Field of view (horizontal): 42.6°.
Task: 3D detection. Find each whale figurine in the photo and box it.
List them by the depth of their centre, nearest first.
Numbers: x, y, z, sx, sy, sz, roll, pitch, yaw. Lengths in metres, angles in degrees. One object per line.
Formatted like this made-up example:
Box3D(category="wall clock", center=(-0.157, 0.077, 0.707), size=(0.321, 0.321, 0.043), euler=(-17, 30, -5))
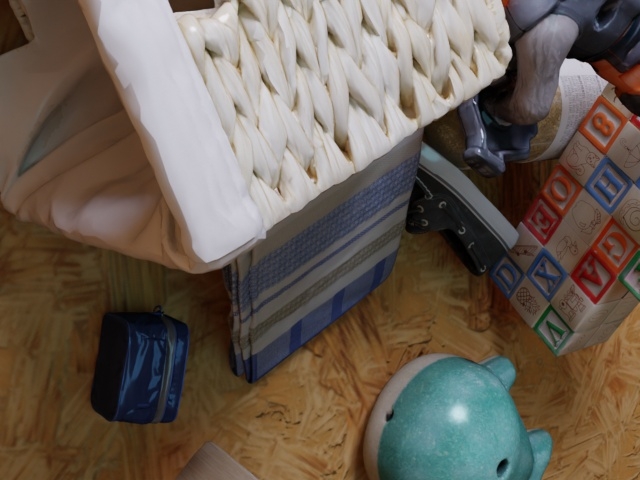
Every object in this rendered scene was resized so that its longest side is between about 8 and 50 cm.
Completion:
Box3D(category="whale figurine", center=(0.176, 0.232, 0.888), size=(0.272, 0.141, 0.216), euler=(30, 81, -35))

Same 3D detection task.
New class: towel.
Box3D(category="towel", center=(0.000, 0.000, 0.704), size=(0.209, 0.034, 0.285), euler=(-35, 153, -24))

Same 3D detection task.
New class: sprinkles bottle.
Box3D(category="sprinkles bottle", center=(0.281, -0.149, 0.901), size=(0.356, 0.121, 0.121), euler=(-9, 104, -32))

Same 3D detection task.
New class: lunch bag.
Box3D(category="lunch bag", center=(-0.148, 0.103, 0.692), size=(0.065, 0.067, 0.098), euler=(9, 92, -35))

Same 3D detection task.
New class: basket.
Box3D(category="basket", center=(-0.105, -0.193, 0.510), size=(0.266, 0.331, 0.328), euler=(-33, 115, -27))

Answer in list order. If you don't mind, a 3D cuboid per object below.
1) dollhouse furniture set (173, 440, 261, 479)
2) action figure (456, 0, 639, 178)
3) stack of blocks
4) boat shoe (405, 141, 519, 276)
Box3D(category="dollhouse furniture set", center=(-0.050, 0.450, 0.677), size=(0.394, 0.256, 0.362), euler=(-49, 130, -17))
Box3D(category="action figure", center=(0.216, -0.221, 0.645), size=(0.330, 0.178, 0.341), euler=(6, 71, -23))
Box3D(category="stack of blocks", center=(0.312, -0.013, 0.834), size=(0.087, 0.171, 0.297), euler=(-8, 139, -33))
Box3D(category="boat shoe", center=(0.117, -0.035, 0.845), size=(0.228, 0.080, 0.076), euler=(37, 89, -38))
